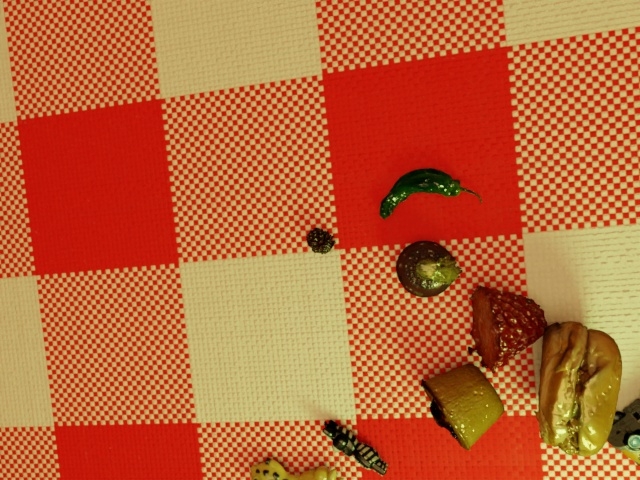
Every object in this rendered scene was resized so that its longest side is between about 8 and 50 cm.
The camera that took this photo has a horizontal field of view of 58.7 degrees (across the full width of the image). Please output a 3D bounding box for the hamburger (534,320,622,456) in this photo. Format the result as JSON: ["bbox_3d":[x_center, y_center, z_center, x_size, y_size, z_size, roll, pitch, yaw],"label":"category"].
[{"bbox_3d":[0.617,0.351,1.394,0.174,0.284,0.304,12,92,12],"label":"hamburger"}]

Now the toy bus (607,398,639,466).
[{"bbox_3d":[0.844,0.480,1.440,0.209,0.126,0.136,-43,93,11],"label":"toy bus"}]

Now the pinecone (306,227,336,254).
[{"bbox_3d":[0.000,0.000,1.609,0.077,0.077,0.083,-40,76,11],"label":"pinecone"}]

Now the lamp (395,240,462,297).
[{"bbox_3d":[0.281,0.077,1.522,0.157,0.135,0.156,-43,84,13],"label":"lamp"}]

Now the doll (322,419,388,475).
[{"bbox_3d":[0.094,0.589,1.616,0.219,0.091,0.067,35,100,9],"label":"doll"}]

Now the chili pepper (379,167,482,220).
[{"bbox_3d":[0.290,-0.136,1.545,0.279,0.065,0.122,-8,101,14],"label":"chili pepper"}]

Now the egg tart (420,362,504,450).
[{"bbox_3d":[0.373,0.431,1.504,0.171,0.215,0.215,-32,87,-3],"label":"egg tart"}]

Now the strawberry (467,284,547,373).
[{"bbox_3d":[0.487,0.226,1.463,0.178,0.234,0.233,-5,93,-2],"label":"strawberry"}]

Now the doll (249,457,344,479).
[{"bbox_3d":[-0.071,0.700,1.660,0.291,0.086,0.117,0,98,14],"label":"doll"}]
